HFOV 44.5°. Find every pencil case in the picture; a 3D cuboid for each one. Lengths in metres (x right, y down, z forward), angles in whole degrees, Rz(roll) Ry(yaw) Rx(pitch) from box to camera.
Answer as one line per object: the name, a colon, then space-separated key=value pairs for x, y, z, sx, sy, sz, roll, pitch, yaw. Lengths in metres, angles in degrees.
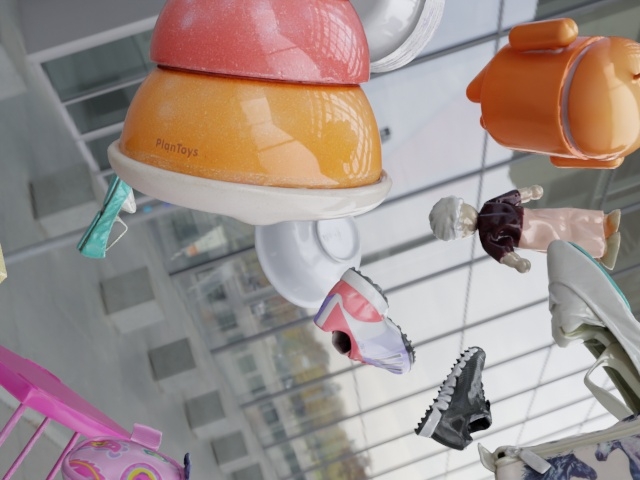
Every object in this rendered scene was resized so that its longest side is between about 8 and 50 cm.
pencil case: x=-0.206 y=0.321 z=0.728 sx=0.124 sy=0.124 sz=0.284 roll=-129 pitch=-127 yaw=-76
pencil case: x=0.411 y=0.280 z=0.966 sx=0.183 sy=0.410 sz=0.160 roll=55 pitch=22 yaw=-26

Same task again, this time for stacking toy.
stacking toy: x=-0.058 y=-0.280 z=0.921 sx=0.350 sy=0.350 sz=0.480 roll=-122 pitch=-141 yaw=-70

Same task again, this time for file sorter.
file sorter: x=-0.375 y=0.236 z=0.904 sx=0.290 sy=0.182 sz=0.202 roll=18 pitch=-20 yaw=43

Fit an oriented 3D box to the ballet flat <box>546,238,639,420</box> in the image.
ballet flat: x=0.452 y=0.165 z=1.240 sx=0.400 sy=0.139 sz=0.139 roll=58 pitch=-11 yaw=30

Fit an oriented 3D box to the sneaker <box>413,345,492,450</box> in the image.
sneaker: x=0.252 y=0.276 z=1.341 sx=0.106 sy=0.234 sz=0.078 roll=31 pitch=-49 yaw=13

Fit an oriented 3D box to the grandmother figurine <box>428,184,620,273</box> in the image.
grandmother figurine: x=0.371 y=-0.019 z=1.456 sx=0.208 sy=0.342 sz=0.104 roll=-67 pitch=161 yaw=-48

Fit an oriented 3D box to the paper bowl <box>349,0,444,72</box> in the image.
paper bowl: x=0.096 y=-0.492 z=1.577 sx=0.148 sy=0.284 sz=0.284 roll=1 pitch=66 yaw=-57

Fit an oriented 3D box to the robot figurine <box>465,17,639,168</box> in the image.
robot figurine: x=0.260 y=-0.149 z=0.822 sx=0.219 sy=0.128 sz=0.158 roll=18 pitch=-68 yaw=52

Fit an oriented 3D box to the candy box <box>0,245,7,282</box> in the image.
candy box: x=-0.527 y=-0.070 z=1.005 sx=0.183 sy=0.087 sz=0.316 roll=32 pitch=23 yaw=-50

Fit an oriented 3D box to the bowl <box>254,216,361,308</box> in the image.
bowl: x=0.000 y=0.000 z=1.818 sx=0.134 sy=0.298 sz=0.298 roll=-23 pitch=-95 yaw=42

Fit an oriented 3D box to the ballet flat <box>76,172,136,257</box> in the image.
ballet flat: x=-0.494 y=-0.066 z=1.876 sx=0.087 sy=0.247 sz=0.083 roll=26 pitch=5 yaw=-23

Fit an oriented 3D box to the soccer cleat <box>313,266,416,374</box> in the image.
soccer cleat: x=0.078 y=0.168 z=1.360 sx=0.108 sy=0.116 sz=0.318 roll=37 pitch=-13 yaw=35
